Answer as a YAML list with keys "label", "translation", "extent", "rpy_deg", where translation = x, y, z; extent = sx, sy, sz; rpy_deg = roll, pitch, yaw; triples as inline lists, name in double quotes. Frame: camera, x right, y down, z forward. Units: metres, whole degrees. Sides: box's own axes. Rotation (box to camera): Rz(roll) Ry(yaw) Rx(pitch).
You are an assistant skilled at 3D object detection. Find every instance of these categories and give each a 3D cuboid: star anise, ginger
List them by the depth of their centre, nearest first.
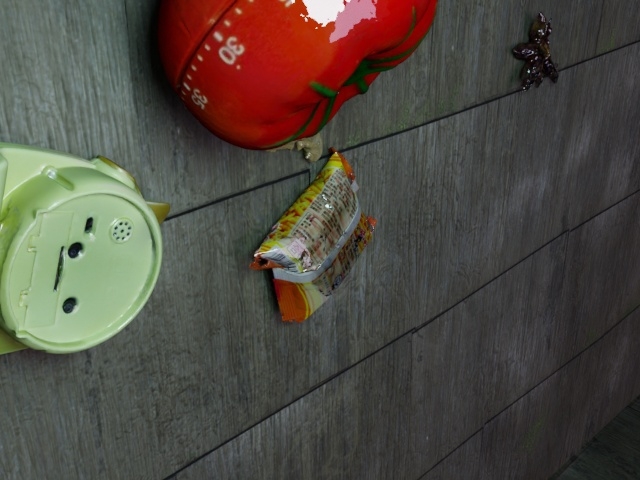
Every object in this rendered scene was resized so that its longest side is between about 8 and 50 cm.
- label: "ginger"
  translation: [-0.048, -0.173, 1.394]
  extent: [0.173, 0.051, 0.069]
  rpy_deg: [9, 106, -48]
- label: "star anise"
  translation: [0.473, -0.402, 1.846]
  extent: [0.157, 0.054, 0.212]
  rpy_deg: [-42, 138, -26]

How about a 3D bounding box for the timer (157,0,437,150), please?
- label: "timer"
  translation: [-0.036, -0.300, 1.106]
  extent: [0.378, 0.279, 0.378]
  rpy_deg: [-41, 179, -1]

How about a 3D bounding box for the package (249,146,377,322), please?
- label: "package"
  translation: [0.003, 0.004, 1.499]
  extent: [0.288, 0.108, 0.223]
  rpy_deg: [-50, 140, -21]

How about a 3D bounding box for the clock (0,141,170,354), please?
- label: "clock"
  translation: [-0.343, 0.022, 1.116]
  extent: [0.349, 0.117, 0.286]
  rpy_deg: [-2, 111, -47]
